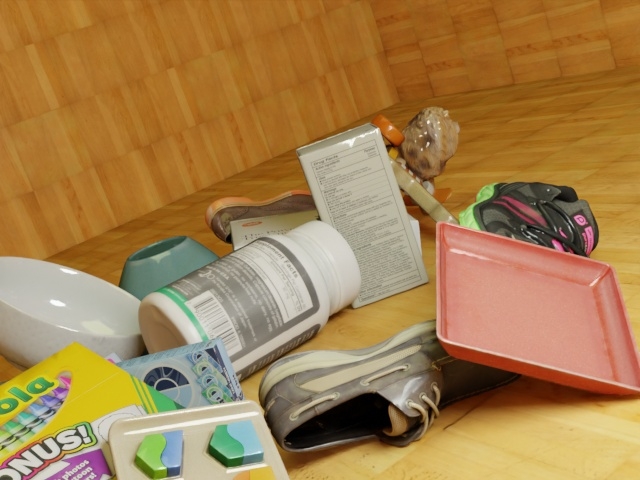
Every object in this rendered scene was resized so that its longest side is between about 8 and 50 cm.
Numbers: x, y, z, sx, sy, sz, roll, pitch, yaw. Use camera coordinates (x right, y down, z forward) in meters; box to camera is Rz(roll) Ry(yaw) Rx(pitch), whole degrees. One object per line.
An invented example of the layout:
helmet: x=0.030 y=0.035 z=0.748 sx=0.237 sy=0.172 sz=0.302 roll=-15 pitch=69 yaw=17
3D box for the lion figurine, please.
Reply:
lion figurine: x=0.176 y=-0.182 z=2.190 sx=0.392 sy=0.240 sz=0.142 roll=-10 pitch=17 yaw=36

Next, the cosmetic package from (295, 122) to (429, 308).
cosmetic package: x=0.078 y=-0.047 z=1.669 sx=0.160 sy=0.310 sz=0.113 roll=-19 pitch=13 yaw=-1

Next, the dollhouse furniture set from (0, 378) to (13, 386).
dollhouse furniture set: x=-0.659 y=0.268 z=1.686 sx=0.286 sy=0.198 sz=0.303 roll=-13 pitch=15 yaw=22

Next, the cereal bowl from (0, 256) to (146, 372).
cereal bowl: x=-0.480 y=0.158 z=1.609 sx=0.338 sy=0.141 sz=0.339 roll=22 pitch=8 yaw=-3

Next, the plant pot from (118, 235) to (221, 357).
plant pot: x=-0.303 y=0.104 z=1.840 sx=0.290 sy=0.196 sz=0.290 roll=-18 pitch=14 yaw=5

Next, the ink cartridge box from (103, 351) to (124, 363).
ink cartridge box: x=-0.422 y=0.307 z=1.308 sx=0.311 sy=0.065 sz=0.186 roll=-31 pitch=-24 yaw=-43

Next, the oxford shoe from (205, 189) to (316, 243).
oxford shoe: x=-0.104 y=-0.040 z=2.264 sx=0.363 sy=0.130 sz=0.133 roll=-8 pitch=38 yaw=-23

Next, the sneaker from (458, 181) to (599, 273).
sneaker: x=0.342 y=-0.003 z=1.431 sx=0.202 sy=0.185 sz=0.483 roll=-11 pitch=19 yaw=21

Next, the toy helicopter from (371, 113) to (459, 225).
toy helicopter: x=0.209 y=-0.107 z=1.950 sx=0.140 sy=0.235 sz=0.355 roll=-45 pitch=48 yaw=7

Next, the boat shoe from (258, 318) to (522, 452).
boat shoe: x=0.099 y=0.204 z=1.145 sx=0.355 sy=0.132 sz=0.130 roll=-14 pitch=40 yaw=2

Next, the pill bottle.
pill bottle: x=-0.115 y=0.112 z=1.545 sx=0.361 sy=0.204 sz=0.204 roll=-28 pitch=16 yaw=-32

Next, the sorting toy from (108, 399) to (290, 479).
sorting toy: x=-0.130 y=0.271 z=1.010 sx=0.193 sy=0.038 sz=0.208 roll=-4 pitch=40 yaw=-22

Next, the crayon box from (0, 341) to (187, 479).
crayon box: x=-0.331 y=0.302 z=1.066 sx=0.313 sy=0.106 sz=0.363 roll=24 pitch=37 yaw=29

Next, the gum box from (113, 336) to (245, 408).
gum box: x=-0.206 y=0.236 z=1.293 sx=0.184 sy=0.157 sz=0.041 roll=-16 pitch=14 yaw=16

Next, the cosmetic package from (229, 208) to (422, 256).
cosmetic package: x=0.000 y=0.000 z=1.897 sx=0.377 sy=0.098 sz=0.284 roll=-8 pitch=11 yaw=-6

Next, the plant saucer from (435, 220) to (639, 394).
plant saucer: x=0.267 y=0.090 z=1.139 sx=0.259 sy=0.048 sz=0.258 roll=14 pitch=35 yaw=-2
